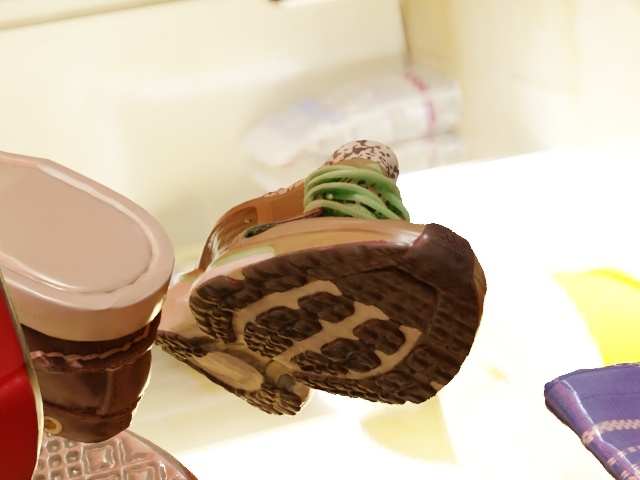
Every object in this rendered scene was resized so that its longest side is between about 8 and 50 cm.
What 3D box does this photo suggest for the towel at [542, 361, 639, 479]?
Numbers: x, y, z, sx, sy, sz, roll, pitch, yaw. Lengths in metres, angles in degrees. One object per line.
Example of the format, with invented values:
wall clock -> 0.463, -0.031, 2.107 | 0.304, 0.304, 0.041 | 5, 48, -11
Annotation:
towel -> 0.297, 0.160, 0.979 | 0.336, 0.243, 0.040 | 44, 124, 40

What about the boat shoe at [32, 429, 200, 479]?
boat shoe -> -0.219, 0.217, 1.371 | 0.500, 0.187, 0.156 | 24, 149, 30

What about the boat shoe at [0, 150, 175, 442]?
boat shoe -> -0.210, -0.016, 0.886 | 0.324, 0.116, 0.096 | 28, 130, 21

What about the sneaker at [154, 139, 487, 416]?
sneaker -> 0.000, 0.000, 1.235 | 0.182, 0.158, 0.410 | -65, 17, -16

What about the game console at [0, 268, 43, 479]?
game console -> -0.255, -0.084, 0.574 | 0.342, 0.060, 0.386 | 8, 123, 40
